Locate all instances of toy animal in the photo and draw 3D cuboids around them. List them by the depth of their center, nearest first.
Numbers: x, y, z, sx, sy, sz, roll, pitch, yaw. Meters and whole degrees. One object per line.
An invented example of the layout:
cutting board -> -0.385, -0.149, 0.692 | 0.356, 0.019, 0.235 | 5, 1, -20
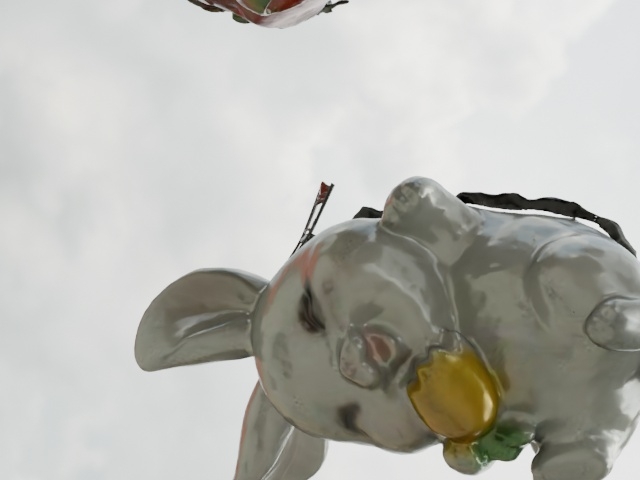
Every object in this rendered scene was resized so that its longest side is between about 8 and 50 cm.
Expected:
toy animal -> 0.059, 0.067, 0.970 | 0.325, 0.154, 0.208 | -19, -68, 29

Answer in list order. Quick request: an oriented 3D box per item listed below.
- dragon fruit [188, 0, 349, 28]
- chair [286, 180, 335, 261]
dragon fruit -> -0.018, -0.210, 0.975 | 0.200, 0.198, 0.269 | 13, -14, 13
chair -> 0.002, 0.000, 1.238 | 0.042, 0.086, 0.037 | 27, -14, -10
